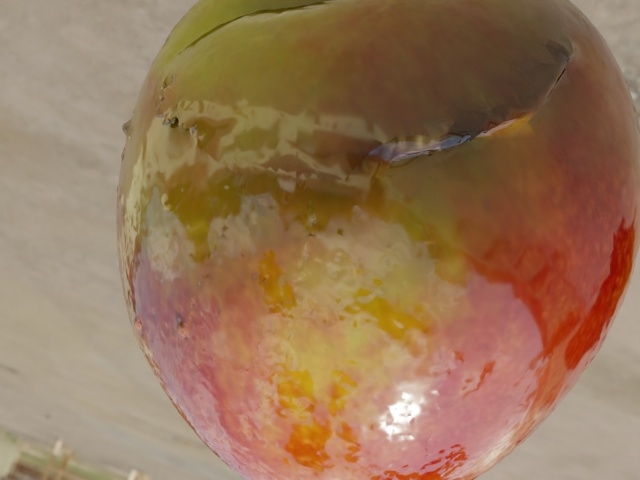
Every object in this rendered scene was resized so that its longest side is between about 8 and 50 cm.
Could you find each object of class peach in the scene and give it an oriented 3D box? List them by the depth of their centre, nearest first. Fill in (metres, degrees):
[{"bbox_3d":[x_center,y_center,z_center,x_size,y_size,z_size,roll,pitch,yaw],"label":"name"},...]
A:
[{"bbox_3d":[0.038,-0.007,0.862,0.370,0.370,0.370,20,166,5],"label":"peach"}]
